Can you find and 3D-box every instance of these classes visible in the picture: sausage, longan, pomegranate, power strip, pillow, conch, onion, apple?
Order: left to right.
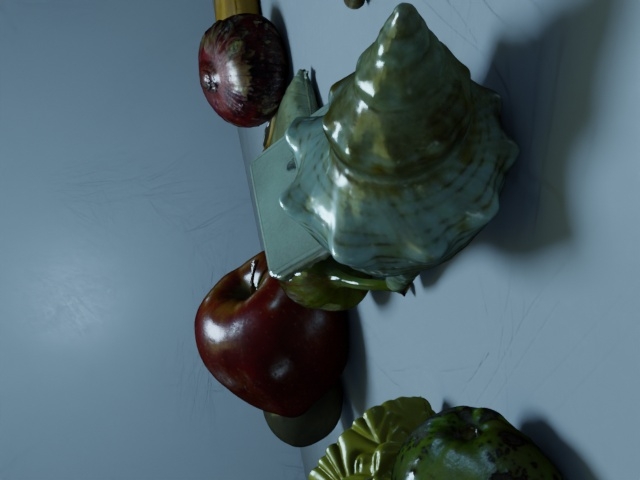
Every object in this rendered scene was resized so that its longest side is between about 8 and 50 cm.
[{"bbox_3d":[-0.214,-0.616,1.432,0.134,0.115,0.354,-85,-10,-75],"label":"sausage"},{"bbox_3d":[-0.169,-0.365,1.239,0.246,0.190,0.247,37,135,49],"label":"onion"},{"bbox_3d":[-0.088,0.178,1.110,0.288,0.288,0.317,-116,2,-54],"label":"apple"},{"bbox_3d":[-0.104,-0.219,1.370,0.086,0.080,0.233,159,124,-67],"label":"conch"},{"bbox_3d":[-0.057,-0.154,1.070,0.302,0.074,0.185,120,145,-57],"label":"pillow"},{"bbox_3d":[-0.038,0.358,1.289,0.212,0.197,0.198,-79,-17,-71],"label":"longan"},{"bbox_3d":[0.005,-0.067,0.769,0.064,0.198,0.213,27,-139,-50],"label":"power strip"},{"bbox_3d":[0.048,-0.055,0.490,0.386,0.169,0.203,114,169,-69],"label":"conch"},{"bbox_3d":[0.136,0.205,0.456,0.138,0.163,0.126,16,78,62],"label":"pomegranate"}]

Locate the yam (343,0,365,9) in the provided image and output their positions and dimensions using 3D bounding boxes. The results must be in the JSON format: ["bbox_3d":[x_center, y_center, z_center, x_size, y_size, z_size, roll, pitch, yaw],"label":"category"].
[{"bbox_3d":[0.048,-0.288,0.591,0.145,0.032,0.032,135,124,-78],"label":"yam"}]

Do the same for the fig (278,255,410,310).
[{"bbox_3d":[0.031,0.047,0.785,0.245,0.149,0.149,-163,63,-65],"label":"fig"}]

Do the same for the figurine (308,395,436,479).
[{"bbox_3d":[0.123,0.332,0.554,0.168,0.187,0.315,54,178,-37],"label":"figurine"}]
